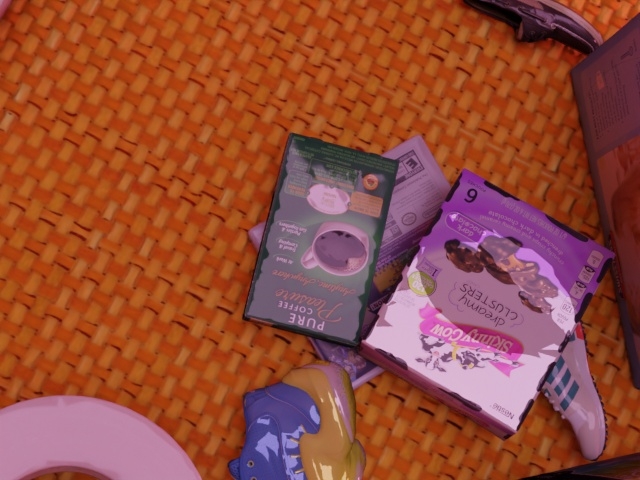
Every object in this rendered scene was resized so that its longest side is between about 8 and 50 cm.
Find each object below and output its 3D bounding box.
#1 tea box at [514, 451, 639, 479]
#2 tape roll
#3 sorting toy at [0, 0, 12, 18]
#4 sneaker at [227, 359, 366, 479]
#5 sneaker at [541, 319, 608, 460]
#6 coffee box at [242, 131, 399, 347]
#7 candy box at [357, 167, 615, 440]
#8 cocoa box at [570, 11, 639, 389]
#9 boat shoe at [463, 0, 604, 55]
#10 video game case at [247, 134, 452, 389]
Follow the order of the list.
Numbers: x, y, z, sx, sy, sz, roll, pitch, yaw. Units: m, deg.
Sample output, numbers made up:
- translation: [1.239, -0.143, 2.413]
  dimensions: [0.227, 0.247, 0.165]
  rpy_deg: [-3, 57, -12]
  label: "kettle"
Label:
- translation: [0.321, 0.360, 1.084]
  dimensions: [0.323, 0.220, 0.329]
  rpy_deg: [-11, 83, -12]
  label: "tea box"
- translation: [-0.219, 0.254, 1.027]
  dimensions: [0.246, 0.169, 0.246]
  rpy_deg: [2, 82, -13]
  label: "tape roll"
- translation: [-0.366, -0.329, 1.132]
  dimensions: [0.255, 0.089, 0.257]
  rpy_deg: [30, 78, -4]
  label: "sorting toy"
- translation: [-0.014, 0.236, 1.125]
  dimensions: [0.126, 0.091, 0.240]
  rpy_deg: [-11, 84, 7]
  label: "sneaker"
- translation: [0.228, 0.139, 1.189]
  dimensions: [0.075, 0.057, 0.161]
  rpy_deg: [-12, 82, 0]
  label: "sneaker"
- translation: [0.000, 0.000, 1.148]
  dimensions: [0.113, 0.040, 0.184]
  rpy_deg: [14, 79, -8]
  label: "coffee box"
- translation: [0.153, 0.060, 1.139]
  dimensions: [0.165, 0.070, 0.196]
  rpy_deg: [30, 77, 6]
  label: "candy box"
- translation: [0.405, -0.045, 1.151]
  dimensions: [0.228, 0.231, 0.347]
  rpy_deg: [-9, 83, -9]
  label: "cocoa box"
- translation: [0.213, -0.224, 1.239]
  dimensions: [0.152, 0.056, 0.049]
  rpy_deg: [31, 83, 6]
  label: "boat shoe"
- translation: [0.059, 0.022, 1.189]
  dimensions: [0.201, 0.023, 0.183]
  rpy_deg: [-30, 88, -14]
  label: "video game case"
